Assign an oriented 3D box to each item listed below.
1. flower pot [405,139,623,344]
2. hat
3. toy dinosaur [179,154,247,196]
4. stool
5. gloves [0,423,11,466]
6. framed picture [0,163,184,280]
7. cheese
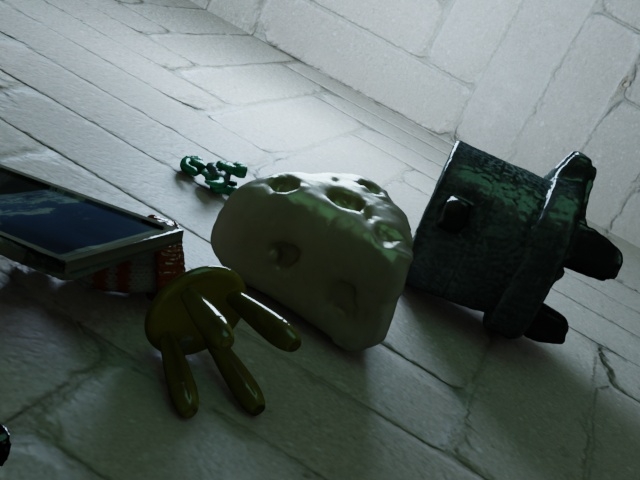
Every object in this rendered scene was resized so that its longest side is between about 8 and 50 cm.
[{"bbox_3d":[0.294,-0.009,1.369,0.282,0.299,0.299,25,19,5],"label":"flower pot"},{"bbox_3d":[-0.229,0.020,0.972,0.162,0.094,0.112,-2,20,-21],"label":"hat"},{"bbox_3d":[-0.166,-0.100,1.382,0.096,0.059,0.132,12,15,-17],"label":"toy dinosaur"},{"bbox_3d":[-0.100,0.098,0.874,0.110,0.134,0.135,47,-18,39],"label":"stool"},{"bbox_3d":[-0.274,0.149,0.575,0.129,0.106,0.180,22,-9,-17],"label":"gloves"},{"bbox_3d":[-0.291,-0.025,0.892,0.260,0.023,0.189,19,16,21],"label":"framed picture"},{"bbox_3d":[0.001,-0.002,1.173,0.251,0.174,0.248,23,20,5],"label":"cheese"}]
